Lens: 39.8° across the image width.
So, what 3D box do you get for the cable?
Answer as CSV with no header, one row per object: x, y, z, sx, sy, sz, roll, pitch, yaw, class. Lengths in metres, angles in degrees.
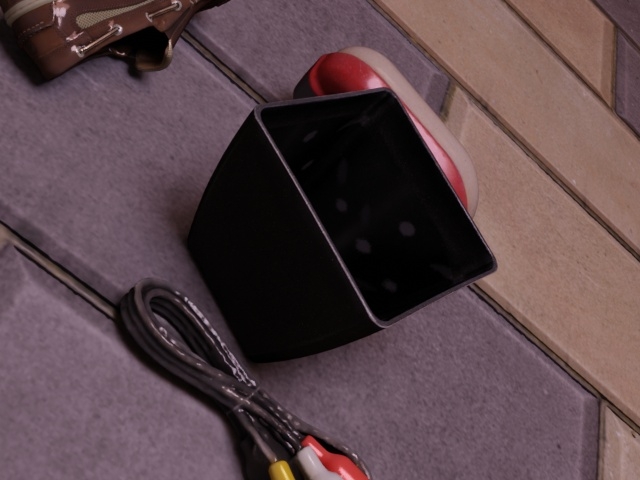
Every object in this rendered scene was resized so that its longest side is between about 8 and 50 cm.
-0.034,0.136,0.684,0.287,0.072,0.139,58,34,6,cable

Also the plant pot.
0.000,0.000,0.744,0.187,0.167,0.188,-19,77,-50,plant pot

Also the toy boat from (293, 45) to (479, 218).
0.045,-0.069,0.888,0.151,0.151,0.231,-44,96,-21,toy boat

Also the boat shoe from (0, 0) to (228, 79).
-0.164,-0.197,0.801,0.257,0.095,0.095,-28,97,-45,boat shoe
